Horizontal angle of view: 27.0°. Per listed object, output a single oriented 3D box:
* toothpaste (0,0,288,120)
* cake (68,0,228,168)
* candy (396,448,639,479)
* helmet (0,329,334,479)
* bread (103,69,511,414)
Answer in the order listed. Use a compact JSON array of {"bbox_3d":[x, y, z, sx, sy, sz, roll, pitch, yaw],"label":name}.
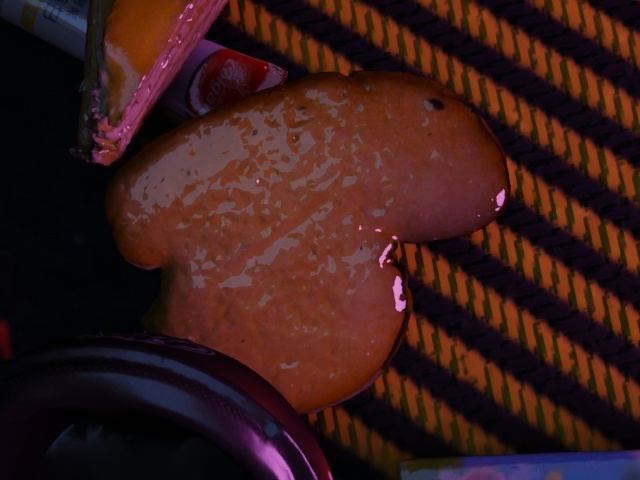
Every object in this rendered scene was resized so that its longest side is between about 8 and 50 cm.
[{"bbox_3d":[-0.111,-0.106,0.679,0.190,0.031,0.048,26,81,7],"label":"toothpaste"},{"bbox_3d":[-0.096,-0.134,0.636,0.116,0.080,0.185,34,73,4],"label":"cake"},{"bbox_3d":[0.133,0.142,0.594,0.194,0.062,0.097,-4,81,7],"label":"candy"},{"bbox_3d":[-0.082,0.142,0.550,0.189,0.193,0.216,6,99,9],"label":"helmet"},{"bbox_3d":[0.000,0.000,0.637,0.187,0.065,0.149,-20,91,-4],"label":"bread"}]
